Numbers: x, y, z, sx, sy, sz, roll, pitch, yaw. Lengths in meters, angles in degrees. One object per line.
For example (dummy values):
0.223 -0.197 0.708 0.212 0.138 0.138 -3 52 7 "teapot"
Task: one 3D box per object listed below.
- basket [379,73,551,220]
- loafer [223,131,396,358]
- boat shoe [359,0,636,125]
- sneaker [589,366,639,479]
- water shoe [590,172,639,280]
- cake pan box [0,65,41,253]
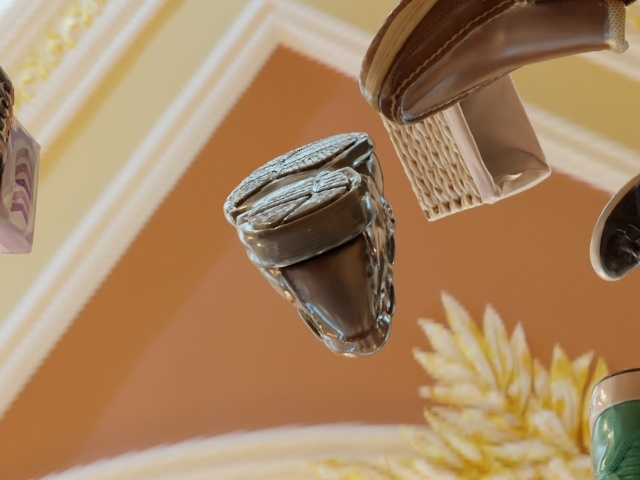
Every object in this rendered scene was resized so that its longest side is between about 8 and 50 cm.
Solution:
0.144 -0.115 1.624 0.113 0.103 0.167 -23 -90 -47 "basket"
0.000 0.000 0.887 0.096 0.267 0.084 -23 -80 5 "loafer"
0.142 -0.146 0.910 0.257 0.095 0.095 -40 -116 1 "boat shoe"
0.256 0.239 1.133 0.123 0.295 0.178 -6 -127 18 "sneaker"
0.343 -0.036 1.509 0.203 0.073 0.080 -50 -147 7 "water shoe"
-0.275 -0.052 0.705 0.267 0.246 0.070 1 -103 6 "cake pan box"
